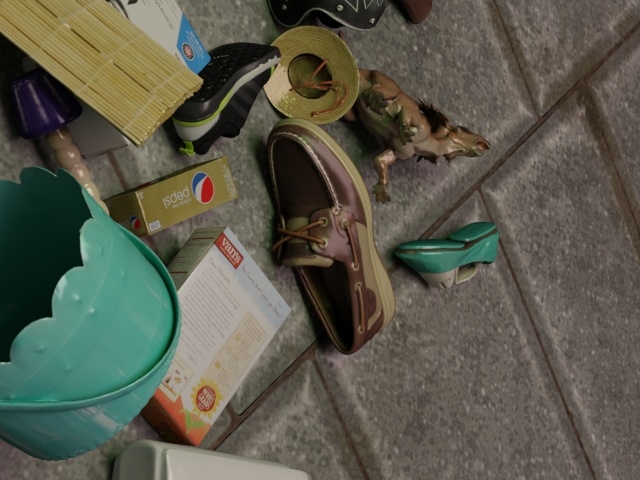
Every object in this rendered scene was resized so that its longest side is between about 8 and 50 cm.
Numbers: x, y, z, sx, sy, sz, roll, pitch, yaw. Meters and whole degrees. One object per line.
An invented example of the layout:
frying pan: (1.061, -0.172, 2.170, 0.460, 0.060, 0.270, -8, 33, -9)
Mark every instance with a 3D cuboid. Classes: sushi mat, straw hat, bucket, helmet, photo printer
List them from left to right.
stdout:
bucket: (-0.290, 0.082, 1.512, 0.183, 0.281, 0.281, 46, 48, -39)
sushi mat: (-0.290, -0.243, 1.659, 0.316, 0.019, 0.151, 40, 47, 1)
photo printer: (-0.119, 0.387, 1.771, 0.307, 0.107, 0.256, 21, 65, -48)
straw hat: (-0.016, -0.235, 2.088, 0.061, 0.144, 0.144, -125, -162, -82)
helmet: (0.019, -0.375, 2.088, 0.169, 0.161, 0.169, 18, 67, -48)

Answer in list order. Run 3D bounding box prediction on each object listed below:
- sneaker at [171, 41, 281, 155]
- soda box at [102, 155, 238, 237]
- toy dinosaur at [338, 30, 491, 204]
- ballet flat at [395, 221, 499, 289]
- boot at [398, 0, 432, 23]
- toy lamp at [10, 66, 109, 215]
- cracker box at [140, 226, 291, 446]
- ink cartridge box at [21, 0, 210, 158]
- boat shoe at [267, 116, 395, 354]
sneaker: (-0.131, -0.188, 1.944, 0.234, 0.084, 0.097, -45, 140, -46)
soda box: (-0.186, -0.053, 1.832, 0.181, 0.061, 0.058, -26, 102, -51)
toy dinosaur: (0.106, -0.195, 2.200, 0.295, 0.127, 0.200, 49, 34, -10)
ballet flat: (0.207, 0.031, 2.299, 0.247, 0.083, 0.087, -15, 107, -50)
boot: (0.126, -0.499, 2.345, 0.207, 0.090, 0.248, 45, 46, -52)
toy lamp: (-0.280, -0.072, 1.705, 0.080, 0.080, 0.274, -46, 118, -47)
cracker box: (-0.153, 0.116, 1.803, 0.155, 0.067, 0.232, 54, 54, -28)
ink cartridge box: (-0.246, -0.218, 1.776, 0.148, 0.086, 0.203, 59, 42, -23)
boat shoe: (0.000, 0.000, 2.013, 0.123, 0.123, 0.342, -44, 121, -49)
